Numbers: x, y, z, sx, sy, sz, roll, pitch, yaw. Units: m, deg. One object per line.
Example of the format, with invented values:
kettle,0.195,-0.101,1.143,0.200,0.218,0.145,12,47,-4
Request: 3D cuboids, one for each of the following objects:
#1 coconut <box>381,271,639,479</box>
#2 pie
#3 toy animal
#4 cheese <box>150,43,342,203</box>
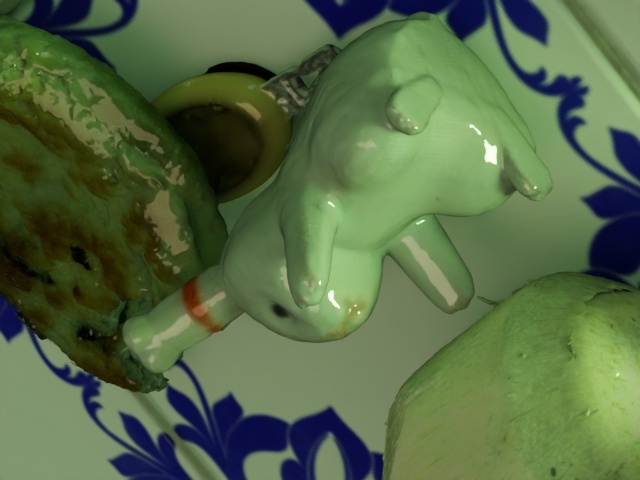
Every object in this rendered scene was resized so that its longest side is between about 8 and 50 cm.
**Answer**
coconut,0.137,0.141,1.178,0.224,0.224,0.234,50,134,-8
pie,-0.182,-0.028,1.335,0.302,0.067,0.302,27,143,23
toy animal,0.010,0.004,1.178,0.282,0.140,0.138,-56,45,23
cheese,-0.038,-0.082,1.249,0.162,0.036,0.086,-27,106,41
